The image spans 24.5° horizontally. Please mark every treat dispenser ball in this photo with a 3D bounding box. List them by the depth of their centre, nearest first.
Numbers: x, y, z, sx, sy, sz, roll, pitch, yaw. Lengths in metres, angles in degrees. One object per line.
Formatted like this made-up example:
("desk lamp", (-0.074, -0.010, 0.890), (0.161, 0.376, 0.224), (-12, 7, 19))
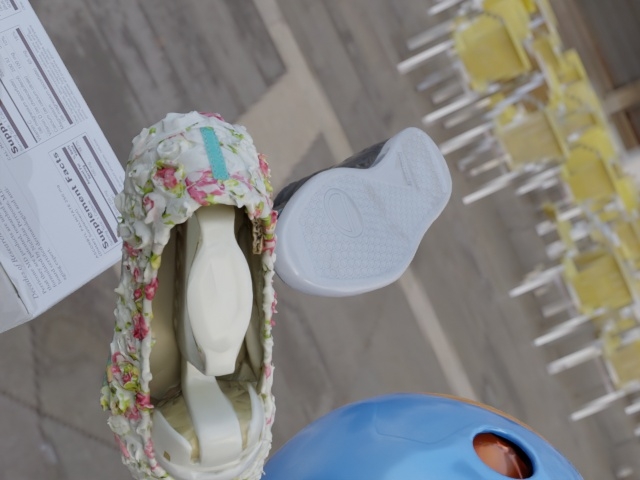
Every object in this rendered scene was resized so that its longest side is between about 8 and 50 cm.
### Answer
("treat dispenser ball", (0.070, 0.252, 1.053), (0.288, 0.288, 0.288), (58, 16, -28))

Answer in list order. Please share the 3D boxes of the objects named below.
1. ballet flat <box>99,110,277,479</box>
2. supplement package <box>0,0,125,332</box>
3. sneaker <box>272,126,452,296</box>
("ballet flat", (-0.059, 0.055, 0.703), (0.077, 0.091, 0.241), (-122, -154, -54))
("supplement package", (-0.279, -0.059, 1.003), (0.145, 0.204, 0.262), (-38, 103, -52))
("sneaker", (0.000, 0.000, 1.238), (0.104, 0.147, 0.296), (58, 30, -5))
